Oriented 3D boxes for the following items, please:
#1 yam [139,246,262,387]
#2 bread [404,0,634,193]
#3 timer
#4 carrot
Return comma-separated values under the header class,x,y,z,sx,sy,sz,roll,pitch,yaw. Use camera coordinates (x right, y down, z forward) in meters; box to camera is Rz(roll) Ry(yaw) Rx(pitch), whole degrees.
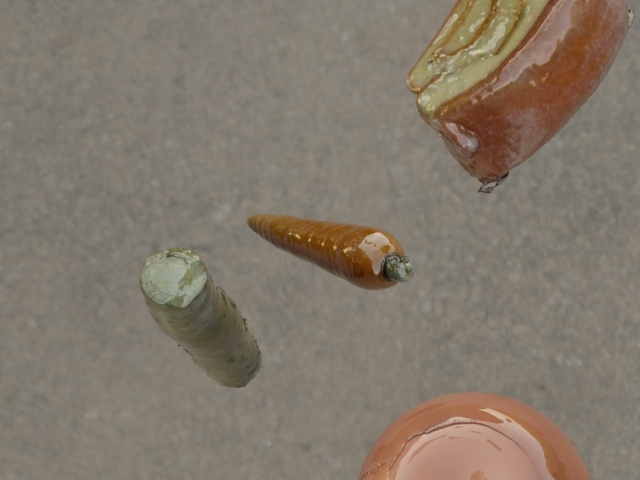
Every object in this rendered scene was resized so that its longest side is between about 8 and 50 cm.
class,x,y,z,sx,sy,sz,roll,pitch,yaw
yam,-0.113,0.081,1.264,0.067,0.317,0.071,21,74,14
bread,0.184,-0.173,1.229,0.190,0.123,0.244,12,68,53
timer,0.144,0.258,1.212,0.229,0.215,0.230,-6,65,12
carrot,0.000,0.000,1.465,0.069,0.069,0.336,-41,31,-20
